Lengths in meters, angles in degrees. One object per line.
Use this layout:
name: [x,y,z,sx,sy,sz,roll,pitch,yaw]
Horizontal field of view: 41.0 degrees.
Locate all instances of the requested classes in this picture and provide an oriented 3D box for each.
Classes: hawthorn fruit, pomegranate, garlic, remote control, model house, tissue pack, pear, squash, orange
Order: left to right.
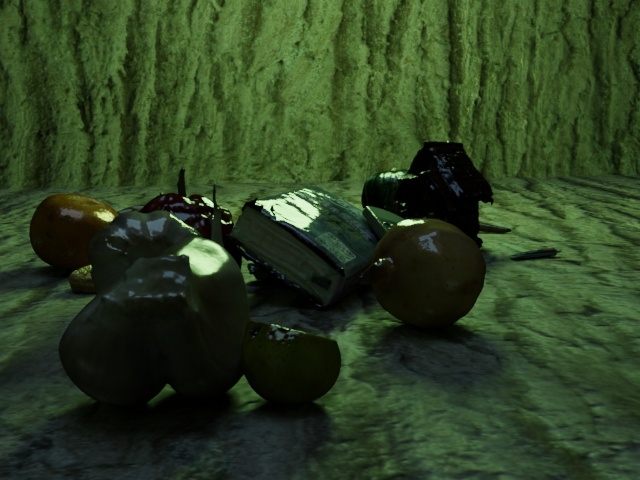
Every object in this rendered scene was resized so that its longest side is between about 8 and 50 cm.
orange: [-0.573,-0.015,2.017,0.224,0.170,0.224,20,14,-5]
garlic: [-0.302,0.053,1.526,0.228,0.227,0.152,-6,-17,-26]
garlic: [-0.222,0.099,1.177,0.232,0.245,0.340,-13,20,7]
hawthorn fruit: [-0.282,-0.012,1.733,0.230,0.265,0.210,-4,-12,-20]
pear: [-0.045,0.166,1.136,0.141,0.104,0.141,17,-9,3]
tissue pack: [0.000,0.000,1.783,0.259,0.122,0.361,35,19,12]
squash: [0.231,-0.133,2.613,0.218,0.172,0.218,2,9,0]
remote control: [0.185,0.012,1.793,0.123,0.038,0.285,20,22,-29]
model house: [0.270,-0.115,2.191,0.297,0.282,0.317,8,13,40]
pomegranate: [0.187,0.053,1.493,0.207,0.207,0.207,-1,10,0]

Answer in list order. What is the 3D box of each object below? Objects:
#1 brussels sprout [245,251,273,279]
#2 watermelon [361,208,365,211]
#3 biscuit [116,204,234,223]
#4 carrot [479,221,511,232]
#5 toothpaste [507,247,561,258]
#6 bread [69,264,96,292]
brussels sprout: [-0.085,0.042,1.873,0.139,0.100,0.181,9,1,27]
watermelon: [0.115,-0.038,2.316,0.125,0.094,0.135,15,21,32]
biscuit: [-0.403,-0.042,2.340,0.332,0.103,0.332,-2,10,0]
carrot: [0.423,-0.043,2.474,0.255,0.049,0.049,7,12,16]
toothpaste: [0.526,0.033,2.090,0.140,0.021,0.037,-6,6,-15]
bread: [-0.479,0.082,1.813,0.083,0.044,0.111,5,13,13]
